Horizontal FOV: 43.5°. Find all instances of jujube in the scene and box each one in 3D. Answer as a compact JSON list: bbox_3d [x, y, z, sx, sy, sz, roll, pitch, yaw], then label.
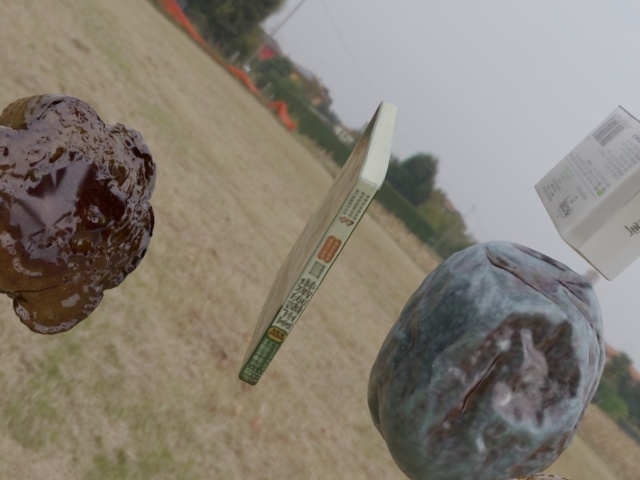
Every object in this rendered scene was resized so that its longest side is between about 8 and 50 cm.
[{"bbox_3d":[0.197,0.149,0.952,0.246,0.308,0.215,42,3,0],"label":"jujube"}]

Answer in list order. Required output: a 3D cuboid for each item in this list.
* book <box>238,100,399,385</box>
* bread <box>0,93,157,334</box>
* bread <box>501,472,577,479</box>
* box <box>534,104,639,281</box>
[{"bbox_3d":[0.000,0.000,0.830,0.027,0.264,0.202,28,31,-6],"label":"book"},{"bbox_3d":[-0.299,-0.045,0.868,0.135,0.246,0.232,19,-19,44],"label":"bread"},{"bbox_3d":[0.085,0.184,0.289,0.104,0.199,0.199,28,15,-43],"label":"bread"},{"bbox_3d":[0.450,-0.081,1.229,0.111,0.194,0.260,39,21,-12],"label":"box"}]
